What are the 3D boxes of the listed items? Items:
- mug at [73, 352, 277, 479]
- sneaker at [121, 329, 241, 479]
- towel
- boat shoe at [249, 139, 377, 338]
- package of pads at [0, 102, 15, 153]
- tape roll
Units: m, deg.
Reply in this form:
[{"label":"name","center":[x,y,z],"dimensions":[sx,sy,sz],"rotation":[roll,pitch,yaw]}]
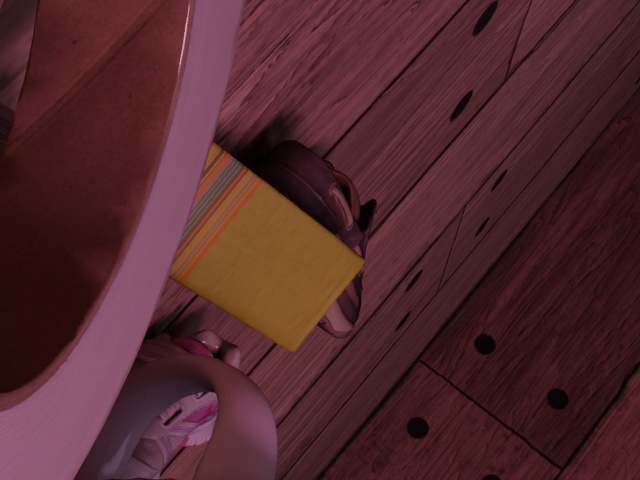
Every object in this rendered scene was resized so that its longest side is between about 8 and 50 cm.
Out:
[{"label":"mug","center":[-0.136,0.253,0.875],"dimensions":[0.328,0.276,0.374],"rotation":[-11,-124,52]},{"label":"sneaker","center":[-0.148,0.138,1.149],"dimensions":[0.111,0.103,0.252],"rotation":[-62,171,18]},{"label":"towel","center":[-0.062,0.003,0.989],"dimensions":[0.102,0.021,0.237],"rotation":[-50,136,3]},{"label":"boat shoe","center":[0.000,0.000,1.203],"dimensions":[0.130,0.132,0.355],"rotation":[-52,168,-3]},{"label":"package of pads","center":[-0.236,0.092,0.700],"dimensions":[0.229,0.101,0.296],"rotation":[-43,163,-40]},{"label":"tape roll","center":[-0.110,-0.052,0.437],"dimensions":[0.392,0.072,0.392],"rotation":[17,90,-83]}]
